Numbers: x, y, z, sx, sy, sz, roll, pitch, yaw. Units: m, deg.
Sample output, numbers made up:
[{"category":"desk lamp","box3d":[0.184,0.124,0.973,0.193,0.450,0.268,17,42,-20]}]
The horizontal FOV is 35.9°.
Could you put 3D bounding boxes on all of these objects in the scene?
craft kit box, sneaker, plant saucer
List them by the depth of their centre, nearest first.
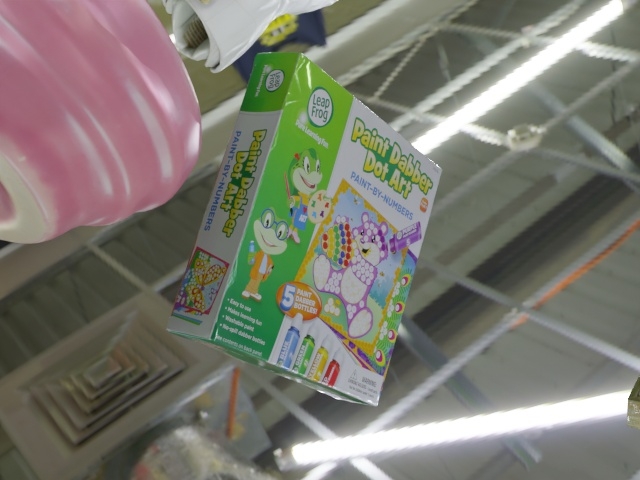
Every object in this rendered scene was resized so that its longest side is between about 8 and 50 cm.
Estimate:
[{"category":"plant saucer","box3d":[-0.219,-0.101,0.485,0.332,0.332,0.084,8,-119,42]},{"category":"sneaker","box3d":[-0.062,-0.227,0.872,0.169,0.108,0.292,-37,-176,3]},{"category":"craft kit box","box3d":[0.000,0.000,0.878,0.061,0.250,0.247,4,-107,38]}]

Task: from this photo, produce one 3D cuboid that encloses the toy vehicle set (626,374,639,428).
[{"category":"toy vehicle set","box3d":[0.459,0.152,0.977,0.266,0.035,0.166,9,-147,34]}]
